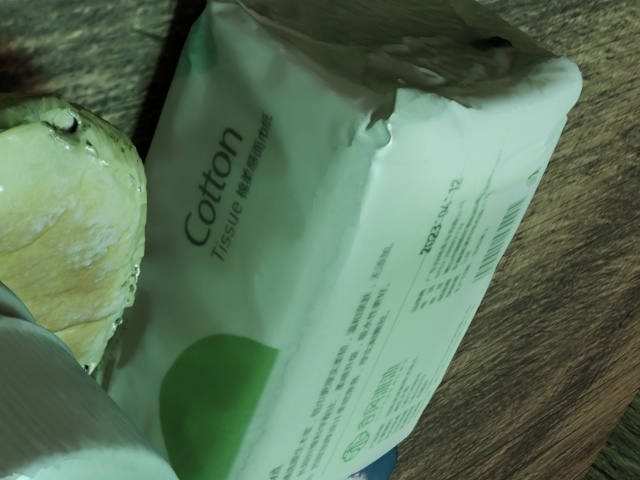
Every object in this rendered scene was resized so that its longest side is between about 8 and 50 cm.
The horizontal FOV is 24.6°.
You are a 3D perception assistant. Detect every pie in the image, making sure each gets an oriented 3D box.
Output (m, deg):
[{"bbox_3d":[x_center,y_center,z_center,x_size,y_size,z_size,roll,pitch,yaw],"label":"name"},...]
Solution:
[{"bbox_3d":[-0.210,0.047,0.787,0.337,0.075,0.337,-42,156,-23],"label":"pie"}]

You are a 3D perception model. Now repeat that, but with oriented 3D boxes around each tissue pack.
[{"bbox_3d":[-0.001,-0.001,1.030,0.266,0.194,0.356,-19,140,-51],"label":"tissue pack"}]

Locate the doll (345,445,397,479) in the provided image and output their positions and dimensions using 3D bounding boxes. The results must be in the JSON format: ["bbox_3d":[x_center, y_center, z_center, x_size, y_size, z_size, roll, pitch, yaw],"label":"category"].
[{"bbox_3d":[-0.040,0.186,1.224,0.258,0.228,0.154,-44,145,-56],"label":"doll"}]

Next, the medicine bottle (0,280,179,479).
[{"bbox_3d":[-0.220,0.042,0.510,0.190,0.332,0.190,-41,155,-24],"label":"medicine bottle"}]
